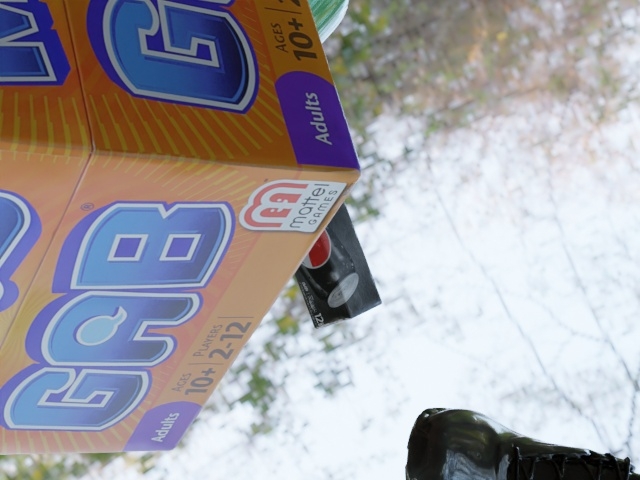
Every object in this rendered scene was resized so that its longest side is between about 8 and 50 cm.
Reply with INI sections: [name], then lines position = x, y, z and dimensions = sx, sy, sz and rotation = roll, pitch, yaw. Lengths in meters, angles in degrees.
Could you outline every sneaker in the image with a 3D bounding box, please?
[sneaker]
position = 0.176, 0.190, 1.160
dimensions = 0.130, 0.286, 0.109
rotation = -13, -116, 40

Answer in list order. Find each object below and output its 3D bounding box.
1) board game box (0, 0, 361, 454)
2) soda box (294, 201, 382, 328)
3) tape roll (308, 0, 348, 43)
[board game box]
position = -0.239, -0.089, 1.064
dimensions = 0.356, 0.356, 0.356
rotation = -56, -139, 45
[soda box]
position = 0.000, 0.000, 1.539
dimensions = 0.053, 0.169, 0.060
rotation = -20, -179, 42
[tape roll]
position = -0.123, -0.282, 1.379
dimensions = 0.321, 0.321, 0.077
rotation = 14, -122, 51
